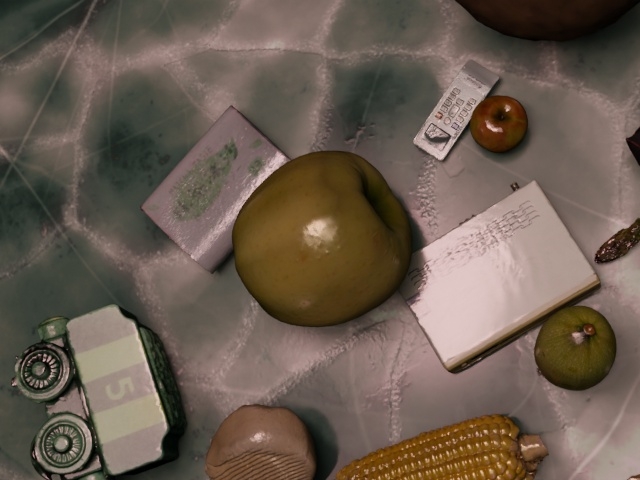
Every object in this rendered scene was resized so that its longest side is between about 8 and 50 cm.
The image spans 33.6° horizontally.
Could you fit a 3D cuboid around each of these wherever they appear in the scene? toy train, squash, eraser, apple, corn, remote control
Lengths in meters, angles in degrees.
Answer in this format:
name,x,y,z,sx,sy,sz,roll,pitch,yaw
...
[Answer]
name,x,y,z,sx,sy,sz,roll,pitch,yaw
toy train,-0.349,0.252,1.690,0.238,0.167,0.299,-19,78,0
squash,0.367,0.151,1.508,0.123,0.187,0.123,-2,78,8
eraser,-0.162,-0.084,1.728,0.174,0.081,0.227,43,94,17
apple,0.276,-0.180,1.636,0.089,0.074,0.090,-2,79,12
corn,0.162,0.344,1.555,0.346,0.130,0.130,-19,77,13
apple,0.000,0.000,1.583,0.279,0.279,0.279,-2,81,14
remote control,0.216,-0.205,1.679,0.061,0.029,0.162,36,96,19

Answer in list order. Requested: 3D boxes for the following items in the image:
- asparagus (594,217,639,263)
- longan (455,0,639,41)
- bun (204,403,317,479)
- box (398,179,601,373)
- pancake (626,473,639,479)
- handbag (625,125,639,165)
name,x,y,z,sx,sy,sz,roll,pitch,yaw
asparagus,0.477,-0.015,1.582,0.165,0.030,0.036,-37,88,6
longan,0.334,-0.485,1.521,0.391,0.391,0.391,-2,81,14
bun,-0.091,0.319,1.627,0.173,0.167,0.113,-5,37,6
box,0.260,0.051,1.618,0.270,0.045,0.211,-33,74,8
pancake,0.476,0.390,1.528,0.114,0.011,0.115,-3,79,13
handbag,0.571,-0.135,1.504,0.169,0.155,0.215,-43,46,0
